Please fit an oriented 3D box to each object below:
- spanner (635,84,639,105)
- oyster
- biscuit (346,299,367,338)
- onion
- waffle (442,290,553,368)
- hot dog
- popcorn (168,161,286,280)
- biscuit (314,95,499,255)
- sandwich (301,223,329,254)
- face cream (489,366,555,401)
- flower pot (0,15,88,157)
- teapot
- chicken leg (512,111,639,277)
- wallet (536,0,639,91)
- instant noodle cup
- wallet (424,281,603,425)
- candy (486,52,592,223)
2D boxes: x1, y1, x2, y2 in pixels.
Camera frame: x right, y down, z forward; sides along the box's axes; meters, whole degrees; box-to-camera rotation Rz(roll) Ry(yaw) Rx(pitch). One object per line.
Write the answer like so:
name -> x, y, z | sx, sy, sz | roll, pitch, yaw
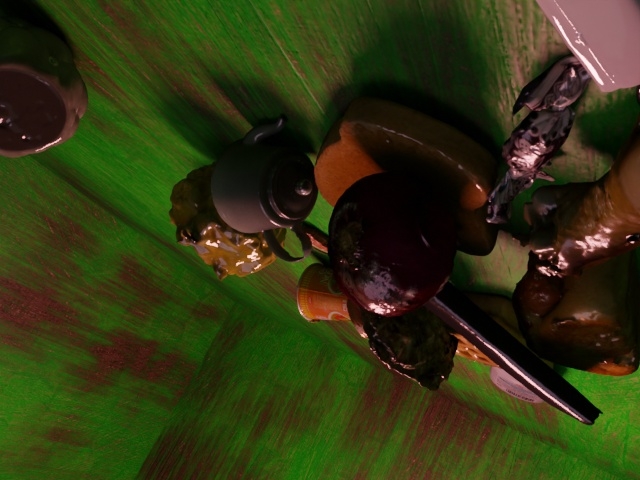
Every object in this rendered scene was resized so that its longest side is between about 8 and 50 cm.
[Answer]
spanner -> 0.345, -0.061, 0.478 | 0.054, 0.015, 0.254 | 9, 155, 49
oyster -> 0.155, 0.143, 0.988 | 0.110, 0.204, 0.396 | -26, 115, 26
biscuit -> 0.083, 0.098, 1.064 | 0.036, 0.250, 0.165 | -33, 122, 25
onion -> 0.114, -0.006, 0.635 | 0.198, 0.173, 0.135 | -12, 170, -30
waffle -> 0.333, 0.198, 1.172 | 0.224, 0.098, 0.327 | 37, 164, -24
hot dog -> 0.352, 0.090, 0.722 | 0.153, 0.150, 0.256 | 2, 151, 38
popcorn -> -0.186, -0.037, 1.047 | 0.249, 0.225, 0.249 | 7, 128, 10
biscuit -> 0.129, -0.073, 0.732 | 0.287, 0.057, 0.344 | 28, 164, -1
sandwich -> -0.002, -0.001, 1.232 | 0.135, 0.029, 0.067 | 31, 159, -5
face cream -> 0.512, 0.334, 1.309 | 0.162, 0.080, 0.337 | 22, 163, 24
flower pot -> -0.550, -0.275, 0.931 | 0.246, 0.246, 0.195 | 47, -172, -49
teapot -> -0.066, -0.078, 0.846 | 0.148, 0.162, 0.240 | 6, 111, 43
chicken leg -> 0.268, -0.055, 0.382 | 0.201, 0.153, 0.429 | 33, 165, 5
wallet -> 0.204, -0.160, 0.376 | 0.122, 0.025, 0.061 | 36, 151, -26
instant noodle cup -> 0.055, 0.151, 1.407 | 0.184, 0.169, 0.168 | 5, 153, 39
wallet -> 0.223, 0.123, 0.766 | 0.377, 0.051, 0.197 | 41, -179, 13
candy -> 0.207, -0.090, 0.510 | 0.051, 0.094, 0.226 | 42, 164, 23
